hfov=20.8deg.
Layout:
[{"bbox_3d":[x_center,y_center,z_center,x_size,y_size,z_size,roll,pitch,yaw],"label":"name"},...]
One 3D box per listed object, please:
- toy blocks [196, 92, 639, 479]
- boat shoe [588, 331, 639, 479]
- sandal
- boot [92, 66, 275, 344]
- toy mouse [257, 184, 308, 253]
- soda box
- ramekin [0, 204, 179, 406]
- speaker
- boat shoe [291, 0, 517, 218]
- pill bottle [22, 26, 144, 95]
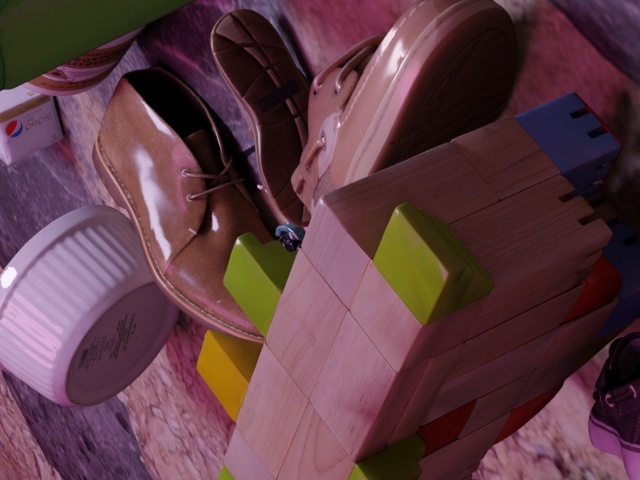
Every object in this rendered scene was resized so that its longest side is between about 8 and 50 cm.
[{"bbox_3d":[0.095,0.050,1.096,0.191,0.261,0.381,52,147,23],"label":"toy blocks"},{"bbox_3d":[0.201,0.093,1.066,0.228,0.080,0.076,-23,-76,-82],"label":"boat shoe"},{"bbox_3d":[-0.034,-0.099,1.385,0.180,0.072,0.049,64,171,-4],"label":"sandal"},{"bbox_3d":[-0.106,-0.031,1.556,0.305,0.112,0.115,50,143,26],"label":"boot"},{"bbox_3d":[0.000,0.000,1.463,0.143,0.031,0.161,51,153,20],"label":"toy mouse"},{"bbox_3d":[-0.376,-0.168,1.946,0.216,0.074,0.069,37,146,42],"label":"soda box"},{"bbox_3d":[-0.240,0.077,1.808,0.109,0.207,0.207,38,148,23],"label":"ramekin"},{"bbox_3d":[-0.179,-0.199,1.269,0.131,0.296,0.131,43,150,33],"label":"speaker"},{"bbox_3d":[0.037,-0.081,1.199,0.110,0.121,0.341,53,156,15],"label":"boat shoe"},{"bbox_3d":[-0.208,-0.219,1.503,0.131,0.131,0.229,60,155,2],"label":"pill bottle"}]
